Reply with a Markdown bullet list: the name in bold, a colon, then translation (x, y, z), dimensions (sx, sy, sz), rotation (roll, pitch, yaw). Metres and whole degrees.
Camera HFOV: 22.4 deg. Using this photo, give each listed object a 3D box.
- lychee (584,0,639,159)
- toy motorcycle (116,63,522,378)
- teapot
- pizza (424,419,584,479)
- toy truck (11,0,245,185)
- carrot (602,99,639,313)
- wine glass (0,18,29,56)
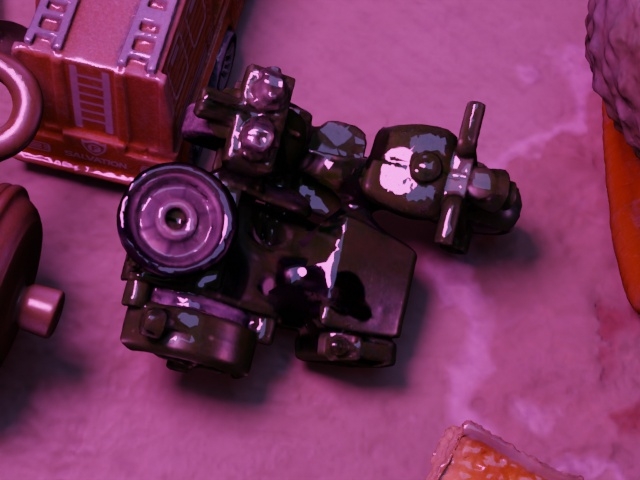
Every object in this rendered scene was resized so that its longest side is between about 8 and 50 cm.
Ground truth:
- **lychee**: translation (0.303, -0.116, 1.070), dimensions (0.255, 0.255, 0.274), rotation (-6, 73, -7)
- **toy motorcycle**: translation (0.000, 0.000, 1.044), dimensions (0.275, 0.127, 0.205), rotation (16, 79, -16)
- **teapot**: translation (-0.240, 0.008, 0.998), dimensions (0.175, 0.185, 0.268), rotation (18, 84, -1)
- **pizza**: translation (0.113, 0.225, 0.982), dimensions (0.204, 0.080, 0.188), rotation (27, 86, -1)
- **toy truck**: translation (-0.117, -0.200, 1.133), dimensions (0.136, 0.162, 0.305), rotation (14, 62, 3)
- **carrot**: translation (0.221, -0.037, 1.143), dimensions (0.048, 0.048, 0.216), rotation (-3, 58, -6)
- **wine glass**: translation (-0.247, -0.225, 1.193), dimensions (0.066, 0.066, 0.198), rotation (-6, 63, -7)
